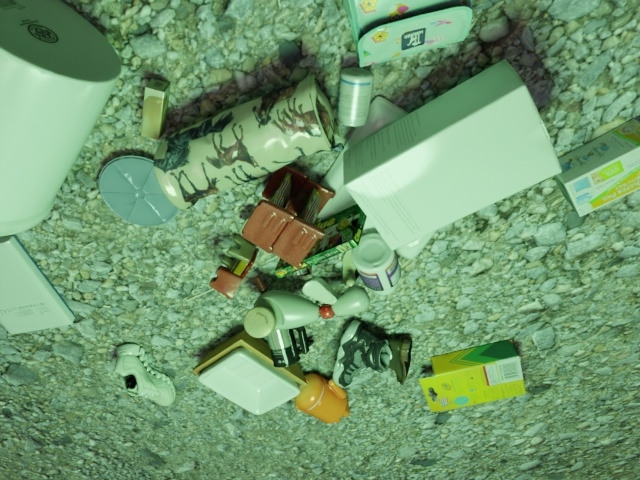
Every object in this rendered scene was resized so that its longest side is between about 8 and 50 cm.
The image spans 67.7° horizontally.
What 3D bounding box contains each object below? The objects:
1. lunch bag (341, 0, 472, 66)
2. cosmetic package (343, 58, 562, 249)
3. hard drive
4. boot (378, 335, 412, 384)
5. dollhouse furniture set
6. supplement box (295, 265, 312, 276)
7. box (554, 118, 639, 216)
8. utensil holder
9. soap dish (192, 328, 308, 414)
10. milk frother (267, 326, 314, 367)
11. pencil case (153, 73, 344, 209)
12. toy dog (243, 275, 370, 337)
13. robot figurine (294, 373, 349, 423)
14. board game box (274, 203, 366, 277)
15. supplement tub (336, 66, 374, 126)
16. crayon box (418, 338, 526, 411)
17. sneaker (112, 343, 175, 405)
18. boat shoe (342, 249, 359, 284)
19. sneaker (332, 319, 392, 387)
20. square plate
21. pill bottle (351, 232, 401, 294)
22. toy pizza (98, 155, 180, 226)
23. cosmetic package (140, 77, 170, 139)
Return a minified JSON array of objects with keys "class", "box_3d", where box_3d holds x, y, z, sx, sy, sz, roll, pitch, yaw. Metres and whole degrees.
[{"class":"lunch bag","box_3d":[0.149,-0.449,0.855,0.224,0.160,0.262,-14,137,6]},{"class":"cosmetic package","box_3d":[0.261,-0.167,0.997,0.385,0.156,0.217,-26,123,20]},{"class":"hard drive","box_3d":[-0.880,0.134,1.361,0.210,0.040,0.318,-10,126,7]},{"class":"boot","box_3d":[0.235,0.381,1.538,0.106,0.082,0.219,12,133,18]},{"class":"dollhouse furniture set","box_3d":[-0.130,0.020,1.150,0.152,0.201,0.374,30,125,-10]},{"class":"supplement box","box_3d":[-0.049,0.048,1.267,0.043,0.083,0.054,-12,125,10]},{"class":"box","box_3d":[0.658,-0.165,1.095,0.203,0.103,0.114,-30,121,21]},{"class":"utensil holder","box_3d":[-0.605,-0.251,0.902,0.328,0.327,0.385,34,118,-23]},{"class":"soap dish","box_3d":[-0.220,0.419,1.521,0.229,0.118,0.291,-35,119,25]},{"class":"milk frother","box_3d":[-0.093,0.292,1.451,0.129,0.143,0.134,-12,97,5]},{"class":"pencil case","box_3d":[-0.161,-0.200,1.035,0.411,0.159,0.183,-19,150,14]},{"class":"toy dog","box_3d":[-0.052,0.149,1.291,0.334,0.220,0.160,-13,86,-13]},{"class":"robot figurine","box_3d":[0.002,0.527,1.600,0.219,0.128,0.158,37,155,-24]},{"class":"board game box","box_3d":[0.000,0.000,1.156,0.260,0.136,0.030,-24,120,38]},{"class":"supplement tub","box_3d":[0.073,-0.305,1.013,0.071,0.071,0.107,4,126,-3]},{"class":"crayon box","box_3d":[0.493,0.449,1.568,0.319,0.081,0.202,-16,125,11]},{"class":"sneaker","box_3d":[-0.582,0.470,1.565,0.110,0.118,0.292,-18,126,11]},{"class":"boat shoe","box_3d":[0.088,0.063,1.307,0.049,0.042,0.132,16,128,14]},{"class":"sneaker","box_3d":[0.131,0.380,1.472,0.153,0.101,0.268,23,126,21]},{"class":"square plate","box_3d":[0.188,-0.121,1.164,0.344,0.049,0.347,24,123,-16]},{"class":"pill bottle","box_3d":[0.152,0.071,1.244,0.108,0.108,0.193,-13,148,10]},{"class":"toy pizza","box_3d":[-0.440,-0.122,1.175,0.202,0.032,0.201,1,127,1]},{"class":"cosmetic package","box_3d":[-0.358,-0.284,1.036,0.041,0.060,0.115,14,127,-10]}]
